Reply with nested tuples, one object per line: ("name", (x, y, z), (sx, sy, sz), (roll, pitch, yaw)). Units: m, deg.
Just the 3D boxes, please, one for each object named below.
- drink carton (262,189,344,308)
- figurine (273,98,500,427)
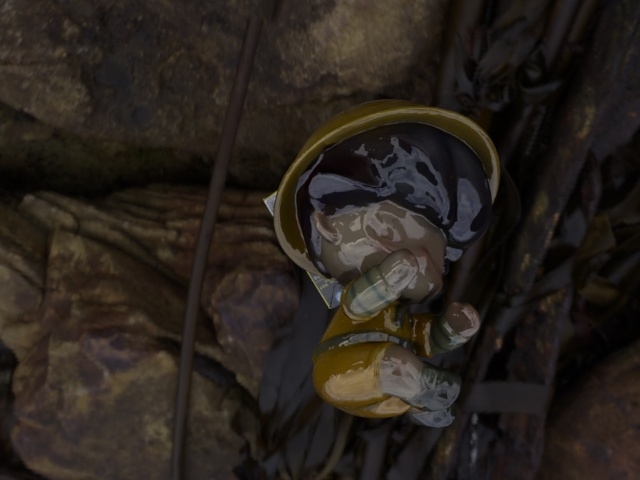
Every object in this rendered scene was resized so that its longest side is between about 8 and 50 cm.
("drink carton", (0.000, 0.000, 1.204), (0.056, 0.071, 0.166), (-31, 88, 35))
("figurine", (0.047, 0.011, 0.745), (0.167, 0.257, 0.192), (-3, 152, 28))
